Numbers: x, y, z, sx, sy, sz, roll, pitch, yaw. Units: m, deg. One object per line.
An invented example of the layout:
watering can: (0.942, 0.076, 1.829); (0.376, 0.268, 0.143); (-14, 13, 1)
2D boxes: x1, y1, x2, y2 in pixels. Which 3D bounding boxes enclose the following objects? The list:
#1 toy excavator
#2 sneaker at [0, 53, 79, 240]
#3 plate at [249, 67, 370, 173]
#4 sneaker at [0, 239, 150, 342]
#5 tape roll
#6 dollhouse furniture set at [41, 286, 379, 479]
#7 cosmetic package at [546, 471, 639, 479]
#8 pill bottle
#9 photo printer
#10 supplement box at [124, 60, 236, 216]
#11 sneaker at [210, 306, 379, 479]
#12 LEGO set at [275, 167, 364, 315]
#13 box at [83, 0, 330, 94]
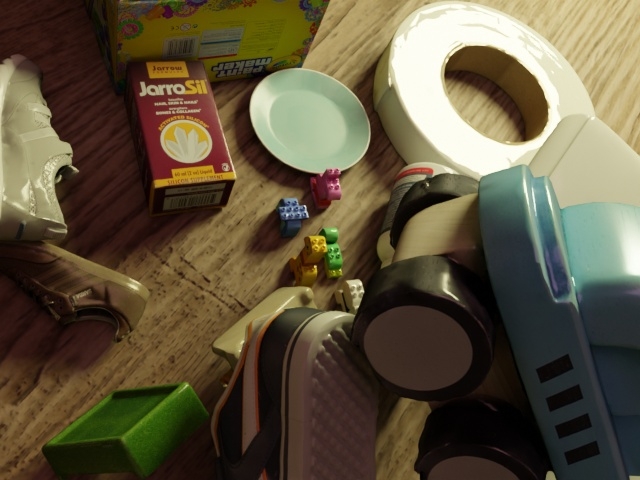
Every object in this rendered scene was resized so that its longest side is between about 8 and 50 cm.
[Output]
toy excavator: (0.306, 0.116, 0.505); (0.432, 0.446, 0.222); (65, 27, -20)
sneaker: (-0.343, -0.102, 0.701); (0.115, 0.105, 0.281); (17, 45, -34)
plate: (-0.016, -0.176, 0.903); (0.188, 0.024, 0.188); (8, 62, -16)
sneaker: (-0.290, 0.053, 0.668); (0.189, 0.066, 0.071); (20, 61, -9)
tape roll: (0.277, -0.229, 1.008); (0.393, 0.072, 0.391); (8, 64, -16)
dollhouse furniture set: (-0.098, 0.206, 0.667); (0.301, 0.151, 0.197); (-38, 104, -47)
cosmetic package: (0.325, 0.385, 0.639); (0.162, 0.230, 0.453); (38, 58, 1)
pill bottle: (0.136, -0.008, 0.829); (0.108, 0.108, 0.180); (24, 60, -8)
photo printer: (0.363, 0.012, 0.859); (0.256, 0.107, 0.307); (41, 76, -10)
supplement box: (-0.187, -0.136, 0.788); (0.104, 0.081, 0.188); (-9, 69, -23)
sneaker: (-0.025, 0.218, 0.541); (0.126, 0.128, 0.320); (9, 86, -42)
LEGO set: (0.000, 0.000, 0.783); (0.087, 0.093, 0.227); (-5, 68, -22)
box: (-0.181, -0.387, 0.855); (0.290, 0.177, 0.279); (-14, 71, -25)
